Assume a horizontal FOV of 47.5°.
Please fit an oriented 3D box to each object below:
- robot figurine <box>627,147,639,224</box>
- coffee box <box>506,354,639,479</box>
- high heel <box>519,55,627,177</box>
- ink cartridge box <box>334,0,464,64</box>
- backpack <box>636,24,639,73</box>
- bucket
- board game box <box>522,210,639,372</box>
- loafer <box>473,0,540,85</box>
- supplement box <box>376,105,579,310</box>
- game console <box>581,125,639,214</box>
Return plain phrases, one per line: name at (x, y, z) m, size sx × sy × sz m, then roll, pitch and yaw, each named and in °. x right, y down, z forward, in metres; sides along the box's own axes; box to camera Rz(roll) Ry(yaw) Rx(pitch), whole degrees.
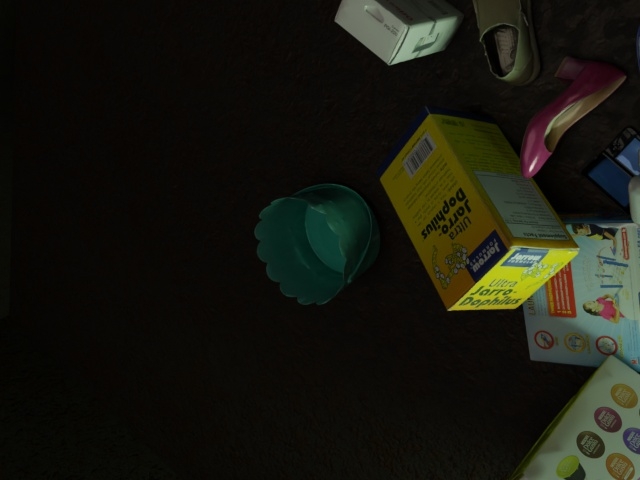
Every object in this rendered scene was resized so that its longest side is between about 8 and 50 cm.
robot figurine at (0.680, -0.072, 1.142) m, size 0.353 × 0.300 × 0.200 m, roll 11°, pitch 156°, yaw 33°
coffee box at (0.545, 0.498, 1.377) m, size 0.334 × 0.337 × 0.338 m, roll 38°, pitch 147°, yaw 21°
high heel at (0.462, -0.216, 1.345) m, size 0.117 × 0.082 × 0.244 m, roll 30°, pitch 96°, yaw 37°
ink cartridge box at (0.158, -0.441, 1.441) m, size 0.158 × 0.218 × 0.092 m, roll 43°, pitch 130°, yaw 18°
backpack at (0.636, -0.297, 1.127) m, size 0.263 × 0.213 × 0.277 m, roll -7°, pitch 105°, yaw 50°
bucket at (0.000, 0.000, 1.778) m, size 0.281 × 0.183 × 0.281 m, roll 16°, pitch 118°, yaw 33°
board game box at (0.552, 0.097, 1.429) m, size 0.302 × 0.086 × 0.308 m, roll 1°, pitch 108°, yaw 40°
loafer at (0.346, -0.423, 1.379) m, size 0.102 × 0.092 × 0.269 m, roll -15°, pitch 98°, yaw 42°
supplement box at (0.293, -0.062, 1.418) m, size 0.195 × 0.194 × 0.357 m, roll -54°, pitch 47°, yaw 39°
game console at (0.566, -0.129, 1.334) m, size 0.122 × 0.071 × 0.107 m, roll 46°, pitch 131°, yaw 15°
